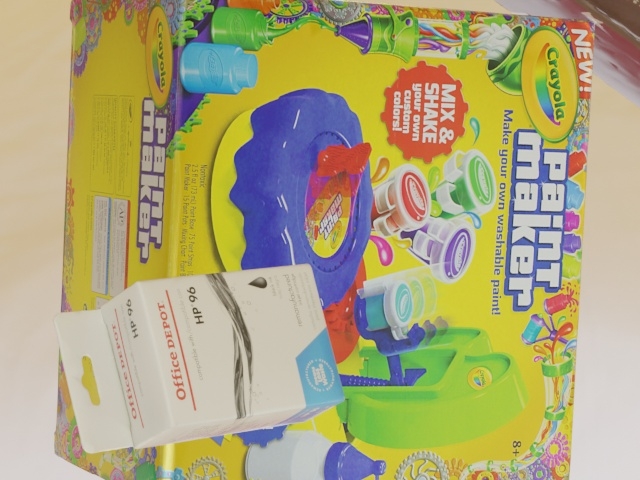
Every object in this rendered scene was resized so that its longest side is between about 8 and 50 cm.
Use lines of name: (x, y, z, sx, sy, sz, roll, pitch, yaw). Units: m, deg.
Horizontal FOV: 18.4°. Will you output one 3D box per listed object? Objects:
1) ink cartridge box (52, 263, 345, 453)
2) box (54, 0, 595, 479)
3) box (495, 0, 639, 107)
ink cartridge box: (-0.038, 0.037, 0.623, 0.083, 0.048, 0.028, -6, -16, -35)
box: (0.000, 0.000, 1.213, 0.279, 0.290, 0.177, 0, 4, -28)
box: (0.256, -0.226, 1.674, 0.381, 0.143, 0.191, 32, -4, -17)
